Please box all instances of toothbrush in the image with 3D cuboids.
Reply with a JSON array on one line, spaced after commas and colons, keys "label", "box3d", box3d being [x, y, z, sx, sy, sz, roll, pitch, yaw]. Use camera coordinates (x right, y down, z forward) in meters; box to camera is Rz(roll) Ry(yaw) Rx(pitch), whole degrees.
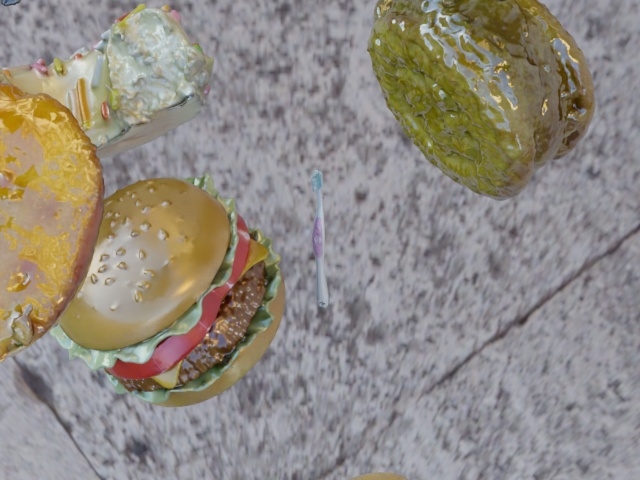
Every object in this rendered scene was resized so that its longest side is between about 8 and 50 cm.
[{"label": "toothbrush", "box3d": [0.000, 0.000, 1.783, 0.017, 0.204, 0.022, 16, 39, 26]}]

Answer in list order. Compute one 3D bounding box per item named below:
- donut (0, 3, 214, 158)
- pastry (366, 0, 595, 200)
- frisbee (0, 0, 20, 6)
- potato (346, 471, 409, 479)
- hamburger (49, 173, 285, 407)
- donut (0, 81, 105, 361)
[{"label": "donut", "box3d": [-0.329, -0.178, 1.781, 0.371, 0.307, 0.150, -16, 83, -23]}, {"label": "pastry", "box3d": [0.140, -0.153, 1.383, 0.235, 0.240, 0.132, 34, 63, 28]}, {"label": "frisbee", "box3d": [-0.251, -0.299, 1.421, 0.187, 0.012, 0.211, -43, 118, 5]}, {"label": "potato", "box3d": [0.016, 0.338, 1.479, 0.146, 0.150, 0.234, 37, 83, -19]}, {"label": "hamburger", "box3d": [-0.193, 0.049, 1.696, 0.274, 0.212, 0.274, -18, 50, 23]}, {"label": "donut", "box3d": [-0.292, -0.013, 1.148, 0.253, 0.118, 0.253, 0, 80, -2]}]
